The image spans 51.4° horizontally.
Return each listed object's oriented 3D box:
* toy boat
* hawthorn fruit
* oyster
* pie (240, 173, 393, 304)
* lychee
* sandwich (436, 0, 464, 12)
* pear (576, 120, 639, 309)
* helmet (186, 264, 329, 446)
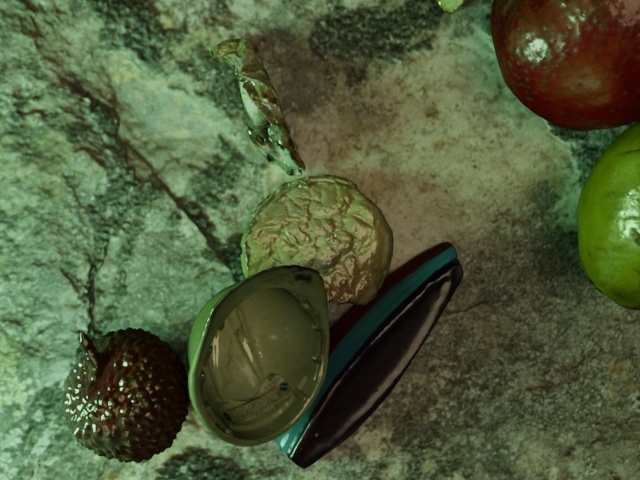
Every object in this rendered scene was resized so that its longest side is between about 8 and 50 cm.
[{"bbox_3d":[0.080,0.163,0.965,0.136,0.079,0.392,39,91,-16],"label":"toy boat"},{"bbox_3d":[0.373,-0.262,0.878,0.265,0.265,0.307,-51,125,-2],"label":"hawthorn fruit"},{"bbox_3d":[-0.066,-0.171,0.874,0.061,0.106,0.200,-32,115,-21],"label":"oyster"},{"bbox_3d":[0.001,0.000,0.926,0.218,0.052,0.185,10,97,-10],"label":"pie"},{"bbox_3d":[-0.249,0.190,0.841,0.165,0.165,0.197,-41,132,-4],"label":"lychee"},{"bbox_3d":[0.205,-0.407,0.886,0.220,0.108,0.186,-3,99,-15],"label":"sandwich"},{"bbox_3d":[0.497,-0.048,0.924,0.321,0.269,0.269,-45,105,4],"label":"pear"},{"bbox_3d":[-0.100,0.125,0.871,0.204,0.137,0.258,-13,119,-33],"label":"helmet"}]
